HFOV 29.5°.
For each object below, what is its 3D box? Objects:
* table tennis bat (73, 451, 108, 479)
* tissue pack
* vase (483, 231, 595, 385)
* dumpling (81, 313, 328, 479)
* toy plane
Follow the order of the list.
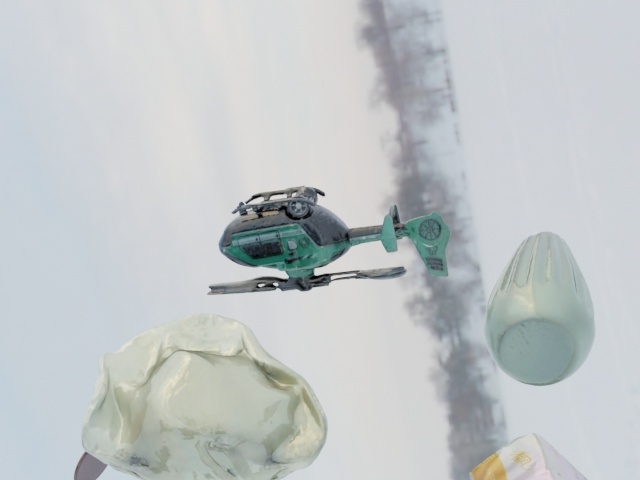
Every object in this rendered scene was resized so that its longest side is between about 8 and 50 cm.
[{"bbox_3d":[-0.377,0.366,2.119,0.154,0.019,0.098,-51,-25,-27],"label":"table tennis bat"},{"bbox_3d":[0.304,0.378,1.508,0.185,0.124,0.225,44,-165,-26],"label":"tissue pack"},{"bbox_3d":[0.265,0.069,1.459,0.248,0.128,0.128,-67,-31,-61],"label":"vase"},{"bbox_3d":[-0.149,0.219,1.621,0.187,0.318,0.242,90,180,-57],"label":"dumpling"},{"bbox_3d":[0.000,0.000,1.787,0.106,0.382,0.155,-60,-39,-75],"label":"toy plane"}]
